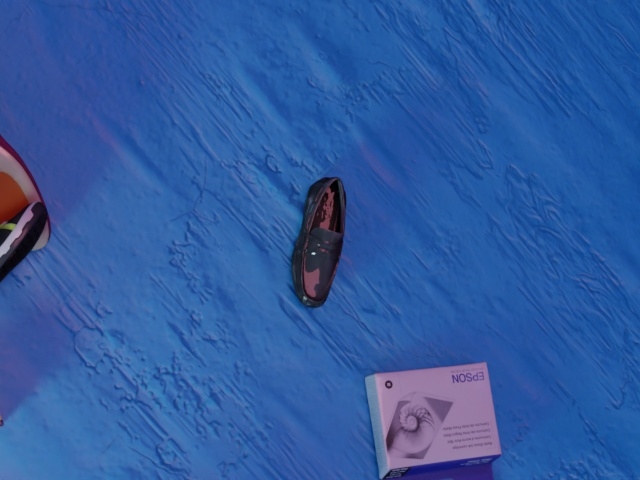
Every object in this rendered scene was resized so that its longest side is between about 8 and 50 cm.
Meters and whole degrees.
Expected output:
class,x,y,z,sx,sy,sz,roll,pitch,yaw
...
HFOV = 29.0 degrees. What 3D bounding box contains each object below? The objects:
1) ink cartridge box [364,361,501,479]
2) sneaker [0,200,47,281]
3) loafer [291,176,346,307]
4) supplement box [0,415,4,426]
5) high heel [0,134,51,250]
class,x,y,z,sx,sy,sz,roll,pitch,yaw
ink cartridge box,0.194,0.324,2.070,0.223,0.045,0.224,-4,79,-24
sneaker,-0.501,0.020,1.800,0.097,0.084,0.234,41,86,4
loafer,0.000,0.000,2.048,0.076,0.078,0.223,14,72,-19
supplement box,-0.513,0.246,1.779,0.083,0.056,0.083,-21,86,-26
high heel,-0.530,-0.155,1.864,0.127,0.181,0.377,-31,114,4
